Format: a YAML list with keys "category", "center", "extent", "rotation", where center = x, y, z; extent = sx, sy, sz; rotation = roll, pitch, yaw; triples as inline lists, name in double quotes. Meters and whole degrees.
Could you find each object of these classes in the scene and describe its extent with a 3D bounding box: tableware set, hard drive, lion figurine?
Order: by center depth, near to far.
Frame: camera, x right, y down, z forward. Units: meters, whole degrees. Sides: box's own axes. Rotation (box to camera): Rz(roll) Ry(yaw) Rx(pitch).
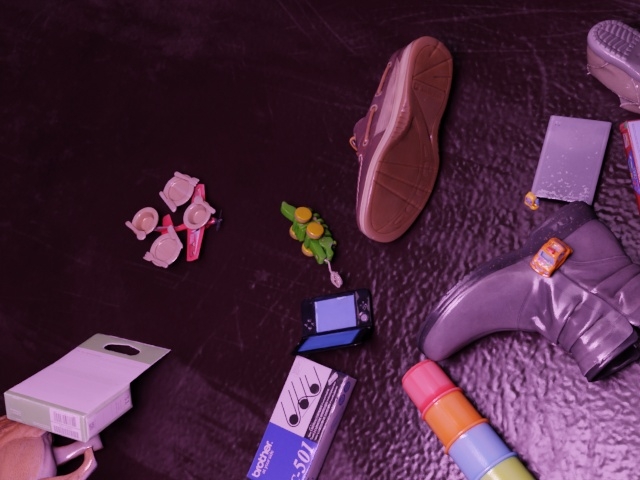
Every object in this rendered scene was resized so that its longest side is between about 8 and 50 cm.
- category: "hard drive"
  center: [0.383, -0.121, 1.421]
  extent: [0.094, 0.022, 0.135]
  rotation: [11, 79, 27]
- category: "lion figurine"
  center: [-0.472, 0.388, 1.507]
  extent: [0.240, 0.142, 0.392]
  rotation: [-20, 20, -11]
- category: "tableware set"
  center: [-0.266, -0.039, 1.657]
  extent: [0.168, 0.020, 0.141]
  rotation: [-46, 56, -2]

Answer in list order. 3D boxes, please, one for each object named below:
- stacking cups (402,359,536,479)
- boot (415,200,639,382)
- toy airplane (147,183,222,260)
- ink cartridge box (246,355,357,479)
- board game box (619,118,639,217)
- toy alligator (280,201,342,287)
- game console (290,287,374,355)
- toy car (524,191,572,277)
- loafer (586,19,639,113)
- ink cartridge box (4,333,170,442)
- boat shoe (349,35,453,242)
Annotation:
- category: "stacking cups"
  center: [0.231, 0.299, 1.315]
  extent: [0.096, 0.096, 0.316]
  rotation: [-40, 61, 8]
- category: "boot"
  center: [0.318, 0.117, 1.320]
  extent: [0.338, 0.118, 0.222]
  rotation: [-39, 63, 7]
- category: "toy airplane"
  center: [-0.241, -0.024, 1.667]
  extent: [0.151, 0.028, 0.151]
  rotation: [-10, 64, 21]
- category: "ink cartridge box"
  center: [-0.029, 0.295, 1.460]
  extent: [0.097, 0.046, 0.207]
  rotation: [18, 82, 29]
- category: "board game box"
  center: [0.509, -0.035, 1.267]
  extent: [0.145, 0.027, 0.281]
  rotation: [-9, 81, -6]
- category: "toy alligator"
  center: [0.000, 0.000, 1.542]
  extent: [0.051, 0.056, 0.189]
  rotation: [-21, 58, -28]
- category: "game console"
  center: [0.016, 0.129, 1.478]
  extent: [0.122, 0.071, 0.107]
  rotation: [-11, 70, 20]
- category: "toy car"
  center: [0.302, -0.011, 1.302]
  extent: [0.060, 0.040, 0.122]
  rotation: [-29, 65, -1]
- category: "loafer"
  center: [0.499, -0.228, 1.380]
  extent: [0.094, 0.087, 0.251]
  rotation: [-39, 71, -21]
- category: "ink cartridge box"
  center: [-0.386, 0.242, 1.571]
  extent: [0.171, 0.235, 0.056]
  rotation: [9, 112, 26]
- category: "boat shoe"
  center: [0.116, -0.163, 1.519]
  extent: [0.123, 0.123, 0.342]
  rotation: [3, 79, 56]
